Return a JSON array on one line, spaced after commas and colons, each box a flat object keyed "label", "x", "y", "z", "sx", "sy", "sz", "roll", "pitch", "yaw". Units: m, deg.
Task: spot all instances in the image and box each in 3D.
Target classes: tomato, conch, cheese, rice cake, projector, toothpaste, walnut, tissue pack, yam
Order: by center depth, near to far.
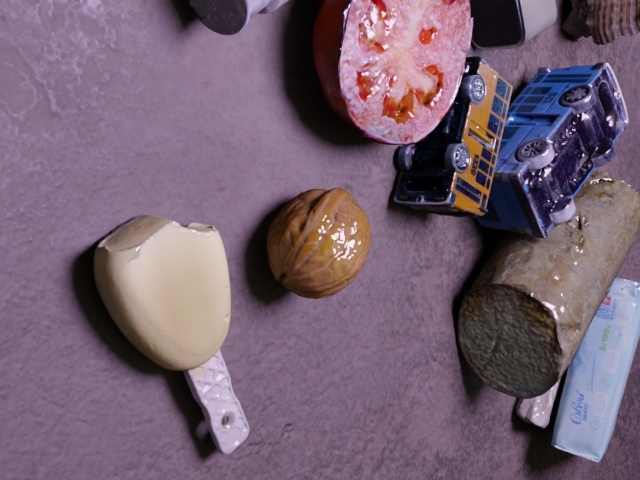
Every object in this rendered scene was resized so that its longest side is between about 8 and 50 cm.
[{"label": "cheese", "x": -0.117, "y": 0.090, "z": 0.822, "sx": 0.127, "sy": 0.050, "sz": 0.255, "roll": -41, "pitch": 124, "yaw": -37}, {"label": "toothpaste", "x": -0.018, "y": -0.297, "z": 0.870, "sx": 0.299, "sy": 0.073, "sz": 0.114, "roll": -51, "pitch": 129, "yaw": -39}, {"label": "walnut", "x": 0.000, "y": 0.000, "z": 0.900, "sx": 0.124, "sy": 0.105, "sz": 0.105, "roll": -52, "pitch": 128, "yaw": -34}, {"label": "tomato", "x": 0.068, "y": -0.211, "z": 0.949, "sx": 0.225, "sy": 0.085, "sz": 0.225, "roll": -21, "pitch": 119, "yaw": -44}, {"label": "projector", "x": 0.240, "y": -0.294, "z": 1.122, "sx": 0.082, "sy": 0.083, "sz": 0.083, "roll": -37, "pitch": 120, "yaw": -38}, {"label": "yam", "x": 0.305, "y": 0.046, "z": 1.178, "sx": 0.304, "sy": 0.168, "sz": 0.168, "roll": -50, "pitch": 127, "yaw": -31}, {"label": "conch", "x": 0.439, "y": -0.347, "z": 1.256, "sx": 0.163, "sy": 0.245, "sz": 0.178, "roll": 29, "pitch": 101, "yaw": -21}, {"label": "rice cake", "x": 0.347, "y": 0.151, "z": 1.313, "sx": 0.057, "sy": 0.052, "sz": 0.256, "roll": 35, "pitch": 70, "yaw": -46}, {"label": "tissue pack", "x": 0.417, "y": 0.183, "z": 1.326, "sx": 0.177, "sy": 0.089, "sz": 0.263, "roll": 12, "pitch": 94, "yaw": -68}]

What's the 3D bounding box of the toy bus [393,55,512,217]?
[{"label": "toy bus", "x": 0.159, "y": -0.115, "z": 1.057, "sx": 0.103, "sy": 0.091, "sz": 0.182, "roll": 25, "pitch": 75, "yaw": -45}]

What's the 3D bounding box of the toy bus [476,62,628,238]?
[{"label": "toy bus", "x": 0.292, "y": -0.124, "z": 1.162, "sx": 0.234, "sy": 0.133, "sz": 0.116, "roll": -48, "pitch": 124, "yaw": -25}]
